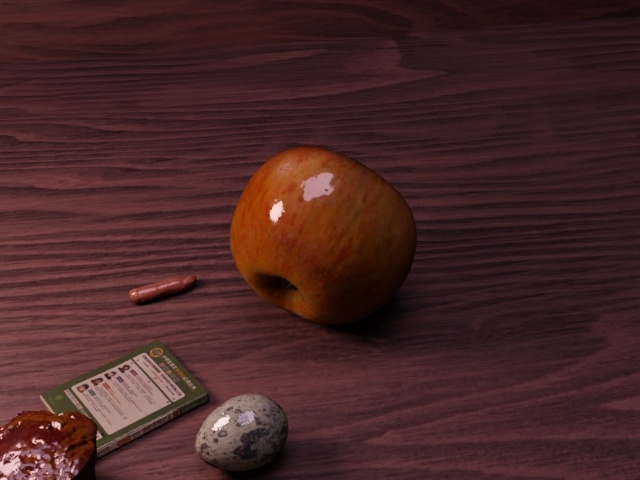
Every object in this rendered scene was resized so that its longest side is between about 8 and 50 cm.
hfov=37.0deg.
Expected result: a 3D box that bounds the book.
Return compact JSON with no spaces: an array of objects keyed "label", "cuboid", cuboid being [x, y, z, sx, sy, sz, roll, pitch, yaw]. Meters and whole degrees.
[{"label":"book","cuboid":[-0.380,0.305,1.859,0.264,0.027,0.202,-25,41,-29]}]

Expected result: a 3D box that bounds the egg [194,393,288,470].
[{"label":"egg","cuboid":[-0.141,0.346,1.711,0.172,0.132,0.132,-20,39,-9]}]

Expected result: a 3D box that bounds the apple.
[{"label":"apple","cuboid":[0.000,0.000,2.001,0.400,0.400,0.333,30,83,35]}]

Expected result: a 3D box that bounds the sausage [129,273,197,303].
[{"label":"sausage","cuboid":[-0.348,0.106,2.132,0.158,0.036,0.042,-16,50,-22]}]

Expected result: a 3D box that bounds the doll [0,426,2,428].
[{"label":"doll","cuboid":[-0.570,0.372,1.739,0.169,0.057,0.109,-4,39,-11]}]

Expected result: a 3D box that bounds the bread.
[{"label":"bread","cuboid":[-0.490,0.386,1.612,0.232,0.135,0.246,12,39,19]}]
